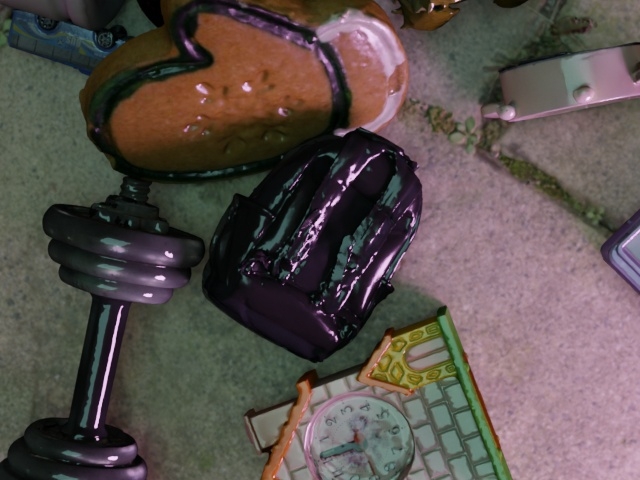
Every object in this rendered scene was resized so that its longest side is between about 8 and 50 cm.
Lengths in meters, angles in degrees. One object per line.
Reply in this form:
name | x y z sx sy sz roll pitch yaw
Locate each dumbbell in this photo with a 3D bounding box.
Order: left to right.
dumbbell | -0.238 0.131 1.435 0.179 0.179 0.406 13 93 5

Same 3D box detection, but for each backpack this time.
backpack | 0.000 0.000 1.417 0.206 0.133 0.258 33 93 -20

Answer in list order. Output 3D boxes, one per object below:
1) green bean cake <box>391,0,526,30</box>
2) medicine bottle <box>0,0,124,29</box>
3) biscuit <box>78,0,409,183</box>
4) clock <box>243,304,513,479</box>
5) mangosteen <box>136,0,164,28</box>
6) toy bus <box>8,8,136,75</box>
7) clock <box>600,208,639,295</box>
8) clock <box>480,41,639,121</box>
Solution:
green bean cake | 0.085 -0.362 1.339 0.285 0.202 0.310 -20 94 -11
medicine bottle | -0.356 -0.360 1.413 0.316 0.202 0.202 18 94 4
biscuit | -0.081 -0.165 1.370 0.344 0.287 0.057 -13 55 1
clock | 0.058 0.220 1.445 0.255 0.106 0.220 -21 90 6
mangosteen | -0.118 -0.315 1.401 0.194 0.194 0.230 -22 81 6
toy bus | -0.270 -0.221 1.489 0.153 0.051 0.061 19 107 4
clock | 0.414 -0.006 1.417 0.144 0.073 0.193 45 96 2
clock | 0.262 -0.166 1.383 0.229 0.155 0.063 -11 90 42
